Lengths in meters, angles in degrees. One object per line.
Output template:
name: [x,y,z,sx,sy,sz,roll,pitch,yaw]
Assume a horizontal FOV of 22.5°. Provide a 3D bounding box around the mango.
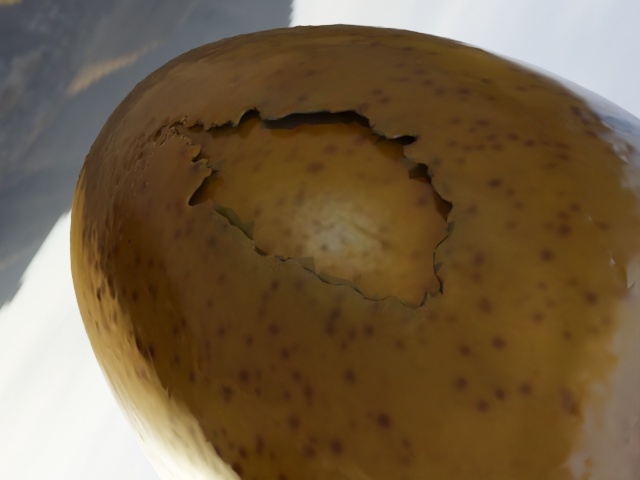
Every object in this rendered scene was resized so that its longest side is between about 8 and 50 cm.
mango: [0.025,0.031,0.444,0.160,0.191,0.290,-43,-135,-14]
